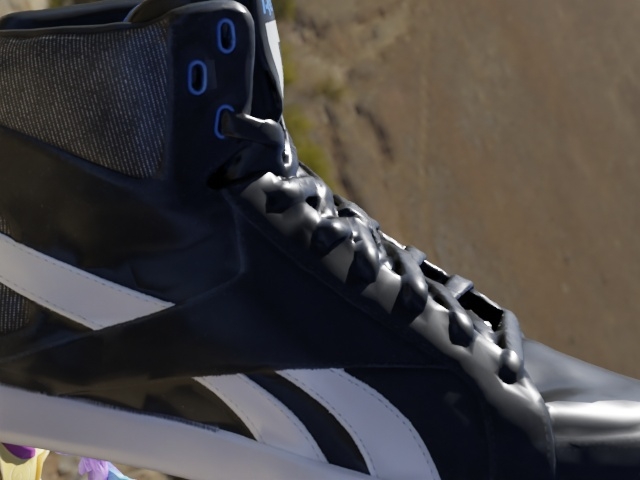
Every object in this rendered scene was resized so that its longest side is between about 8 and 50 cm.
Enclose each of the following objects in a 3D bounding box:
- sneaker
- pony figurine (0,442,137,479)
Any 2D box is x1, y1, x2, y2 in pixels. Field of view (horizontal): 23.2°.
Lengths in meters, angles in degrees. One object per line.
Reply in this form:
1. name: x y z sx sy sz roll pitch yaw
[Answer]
1. sneaker: 0.000 0.000 0.382 0.079 0.217 0.121 -92 -167 -75
2. pony figurine: -0.246 0.141 0.801 0.363 0.351 0.302 46 32 -35
